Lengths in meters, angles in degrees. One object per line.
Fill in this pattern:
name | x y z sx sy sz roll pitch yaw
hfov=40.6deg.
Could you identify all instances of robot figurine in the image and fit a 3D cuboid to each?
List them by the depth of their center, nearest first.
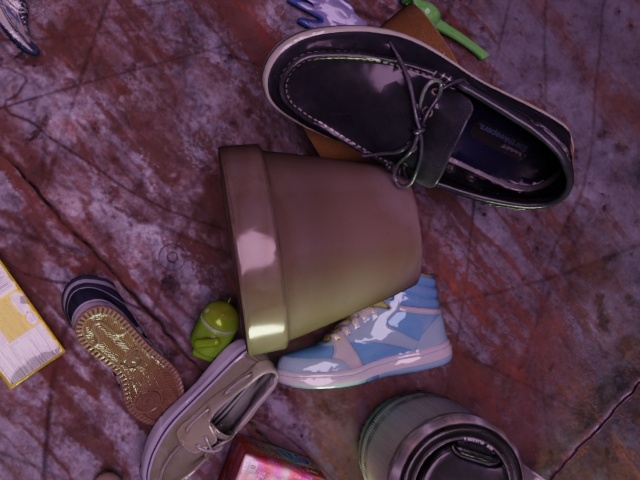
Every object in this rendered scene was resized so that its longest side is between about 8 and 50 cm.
robot figurine | -0.175 0.148 1.435 0.067 0.101 0.115 24 122 -8

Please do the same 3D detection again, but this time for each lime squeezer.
lime squeezer | 0.189 -0.443 1.513 0.110 0.059 0.310 -28 96 -9

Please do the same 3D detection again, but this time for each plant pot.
plant pot | 0.000 0.000 1.340 0.280 0.323 0.323 -7 93 -6
plant pot | 0.098 -0.220 1.430 0.254 0.237 0.237 -32 97 3

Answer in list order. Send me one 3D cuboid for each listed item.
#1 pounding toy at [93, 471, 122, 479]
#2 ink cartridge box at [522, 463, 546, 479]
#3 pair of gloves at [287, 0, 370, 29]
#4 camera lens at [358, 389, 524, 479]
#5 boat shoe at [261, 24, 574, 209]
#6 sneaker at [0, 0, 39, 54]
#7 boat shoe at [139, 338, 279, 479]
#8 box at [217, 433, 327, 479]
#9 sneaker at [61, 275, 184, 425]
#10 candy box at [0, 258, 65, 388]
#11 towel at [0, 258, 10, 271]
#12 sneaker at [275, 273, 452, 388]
pounding toy | -0.294 0.504 1.430 0.236 0.110 0.183 31 97 19
ink cartridge box | 0.300 0.516 1.484 0.114 0.198 0.273 35 85 -10
pair of gloves | 0.044 -0.441 1.501 0.159 0.023 0.198 31 86 -12
camera lens | 0.189 0.372 1.420 0.219 0.274 0.220 0 91 -11
boat shoe | 0.156 -0.172 1.260 0.500 0.156 0.187 20 118 -12
sneaker | -0.489 -0.360 1.383 0.058 0.052 0.135 -39 99 -12
boat shoe | -0.185 0.297 1.410 0.109 0.094 0.302 34 94 -39
box | -0.116 0.496 1.430 0.154 0.142 0.300 22 87 -12
sneaker | -0.323 0.173 1.415 0.099 0.153 0.282 -35 128 -11
candy box | -0.512 0.125 1.389 0.105 0.027 0.206 -34 103 -11
towel | -0.614 -0.010 1.381 0.102 0.021 0.237 -40 98 -7
sneaker | 0.064 0.130 1.469 0.319 0.127 0.208 -9 95 -20
